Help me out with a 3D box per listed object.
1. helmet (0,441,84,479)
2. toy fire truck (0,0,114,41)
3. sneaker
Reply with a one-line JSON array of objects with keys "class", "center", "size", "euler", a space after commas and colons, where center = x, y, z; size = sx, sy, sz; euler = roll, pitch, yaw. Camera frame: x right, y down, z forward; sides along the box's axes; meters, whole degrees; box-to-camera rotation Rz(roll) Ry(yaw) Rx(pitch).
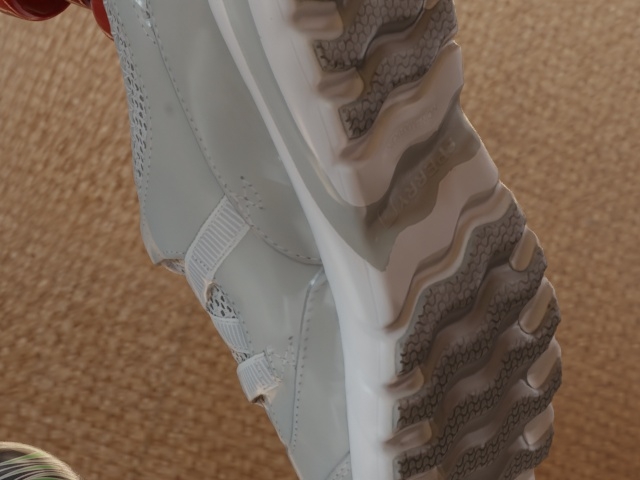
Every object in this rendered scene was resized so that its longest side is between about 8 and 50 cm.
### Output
[{"class": "helmet", "center": [-0.252, 0.240, 1.239], "size": [0.161, 0.169, 0.169], "euler": [-32, 94, -20]}, {"class": "toy fire truck", "center": [-0.188, -0.296, 1.156], "size": [0.302, 0.169, 0.254], "euler": [23, 86, -56]}, {"class": "sneaker", "center": [0.000, 0.000, 0.519], "size": [0.105, 0.115, 0.281], "euler": [-31, 115, -44]}]
